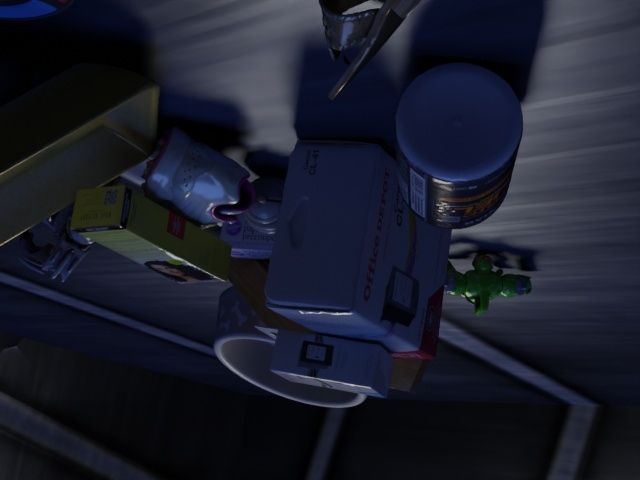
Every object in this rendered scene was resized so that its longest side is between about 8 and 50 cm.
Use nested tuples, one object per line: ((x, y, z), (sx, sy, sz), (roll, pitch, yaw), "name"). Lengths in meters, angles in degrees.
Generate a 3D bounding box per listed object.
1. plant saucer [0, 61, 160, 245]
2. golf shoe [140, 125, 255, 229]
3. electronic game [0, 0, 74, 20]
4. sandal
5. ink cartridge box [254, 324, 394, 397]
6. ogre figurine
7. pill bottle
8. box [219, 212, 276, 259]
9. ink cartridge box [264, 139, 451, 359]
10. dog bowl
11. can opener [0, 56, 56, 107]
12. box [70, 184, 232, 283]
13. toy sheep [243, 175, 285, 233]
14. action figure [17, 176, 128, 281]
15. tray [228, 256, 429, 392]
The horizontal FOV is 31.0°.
((-0.352, -0.089, 1.359), (0.333, 0.081, 0.333), (-32, 177, -12), "plant saucer")
((-0.161, -0.052, 1.583), (0.140, 0.115, 0.306), (20, 167, 3), "golf shoe")
((-0.333, -0.258, 1.049), (0.229, 0.048, 0.229), (8, 165, 2), "electronic game")
((0.038, -0.211, 1.007), (0.079, 0.088, 0.240), (42, 153, -4), "sandal")
((0.000, 0.165, 1.573), (0.180, 0.060, 0.104), (8, 167, 18), "ink cartridge box")
((0.260, 0.073, 1.901), (0.197, 0.096, 0.118), (22, 176, -6), "ogre figurine")
((0.147, -0.089, 1.258), (0.131, 0.130, 0.245), (7, 166, 7), "pill bottle")
((0.000, 0.000, 1.827), (0.324, 0.063, 0.067), (4, 164, 19), "box")
((0.063, 0.022, 1.547), (0.131, 0.226, 0.306), (3, 166, 25), "ink cartridge box")
((-0.045, 0.210, 2.200), (0.349, 0.102, 0.348), (16, 155, 8), "dog bowl")
((-0.385, -0.139, 1.448), (0.076, 0.095, 0.283), (12, 166, -17), "can opener")
((-0.217, -0.003, 1.520), (0.087, 0.058, 0.232), (-5, 158, 32), "box")
((-0.069, -0.051, 1.627), (0.091, 0.091, 0.132), (7, 169, 8), "toy sheep")
((-0.353, -0.037, 1.639), (0.099, 0.185, 0.285), (46, 175, -16), "action figure")
((-0.004, 0.109, 1.880), (0.203, 0.076, 0.411), (16, -167, -27), "tray")
